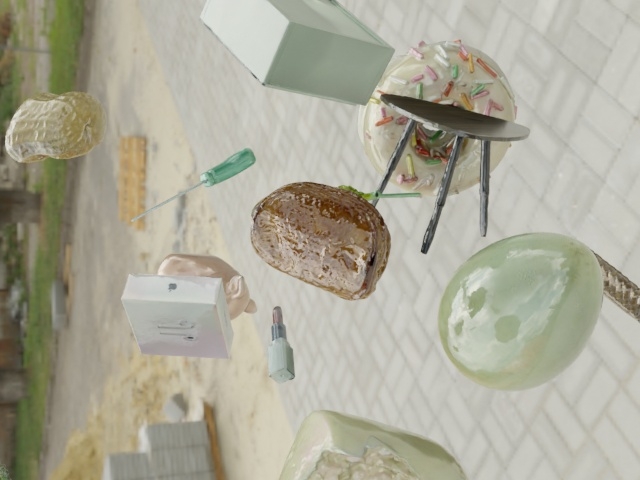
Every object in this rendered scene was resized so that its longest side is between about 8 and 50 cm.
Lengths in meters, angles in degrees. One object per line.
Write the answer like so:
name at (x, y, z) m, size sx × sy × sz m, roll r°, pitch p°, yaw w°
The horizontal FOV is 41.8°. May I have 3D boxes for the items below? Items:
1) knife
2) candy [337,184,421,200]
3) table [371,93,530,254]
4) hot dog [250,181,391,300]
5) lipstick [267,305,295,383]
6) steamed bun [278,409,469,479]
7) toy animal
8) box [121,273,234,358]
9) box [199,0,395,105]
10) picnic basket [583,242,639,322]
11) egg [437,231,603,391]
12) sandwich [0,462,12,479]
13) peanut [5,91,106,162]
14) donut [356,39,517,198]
knife at (-0.210, -0.093, 1.438) m, size 0.063 × 0.260 × 0.035 m, roll -9°, pitch 111°, yaw 53°
candy at (0.115, -0.088, 1.705) m, size 0.058 × 0.193 × 0.062 m, roll 106°, pitch 154°, yaw -48°
table at (0.231, -0.137, 1.698) m, size 0.317 × 0.317 × 0.249 m, roll -135°, pitch 54°, yaw -58°
hot dog at (0.000, 0.000, 1.538) m, size 0.272 × 0.122 × 0.196 m, roll 19°, pitch 109°, yaw 27°
lipstick at (-0.050, 0.123, 1.023) m, size 0.025 × 0.025 × 0.107 m, roll -27°, pitch 42°, yaw 18°
steamed bun at (0.058, 0.297, 0.945) m, size 0.170 × 0.225 × 0.200 m, roll -40°, pitch 37°, yaw 47°
toy animal at (-0.284, 0.110, 2.056) m, size 0.154 × 0.250 × 0.166 m, roll -65°, pitch -16°, yaw -3°
box at (-0.194, 0.105, 1.161) m, size 0.130 × 0.129 × 0.051 m, roll 85°, pitch -170°, yaw -49°
box at (-0.042, -0.332, 1.367) m, size 0.225 × 0.225 × 0.117 m, roll 50°, pitch 123°, yaw 37°
picnic basket at (0.559, 0.086, 1.589) m, size 0.055 × 0.110 × 0.193 m, roll -51°, pitch 56°, yaw 8°
egg at (0.299, 0.099, 1.246) m, size 0.295 × 0.218 × 0.218 m, roll 120°, pitch 143°, yaw -47°
sandwich at (-0.677, 0.344, 1.457) m, size 0.212 × 0.109 × 0.292 m, roll 52°, pitch 175°, yaw 37°
peanut at (-0.591, -0.254, 1.881) m, size 0.110 × 0.233 × 0.197 m, roll 62°, pitch -146°, yaw -47°
donut at (0.277, -0.267, 1.924) m, size 0.142 × 0.382 × 0.383 m, roll -105°, pitch 25°, yaw -59°
